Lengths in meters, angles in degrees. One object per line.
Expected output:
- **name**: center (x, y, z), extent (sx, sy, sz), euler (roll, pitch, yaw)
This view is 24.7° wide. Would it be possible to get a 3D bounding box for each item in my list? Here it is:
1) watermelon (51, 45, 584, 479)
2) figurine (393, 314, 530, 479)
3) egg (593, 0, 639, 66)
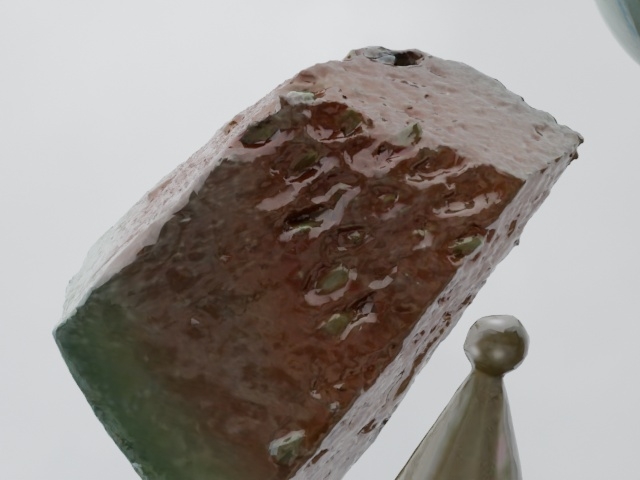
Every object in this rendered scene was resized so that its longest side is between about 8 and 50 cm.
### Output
- **watermelon**: center (0.000, 0.000, 0.695), extent (0.256, 0.193, 0.140), euler (-40, -18, 2)
- **figurine**: center (0.024, 0.195, 0.498), extent (0.207, 0.166, 0.387), euler (0, -66, 7)
- **egg**: center (0.338, -0.246, 1.335), extent (0.182, 0.183, 0.264), euler (-20, -50, 10)
